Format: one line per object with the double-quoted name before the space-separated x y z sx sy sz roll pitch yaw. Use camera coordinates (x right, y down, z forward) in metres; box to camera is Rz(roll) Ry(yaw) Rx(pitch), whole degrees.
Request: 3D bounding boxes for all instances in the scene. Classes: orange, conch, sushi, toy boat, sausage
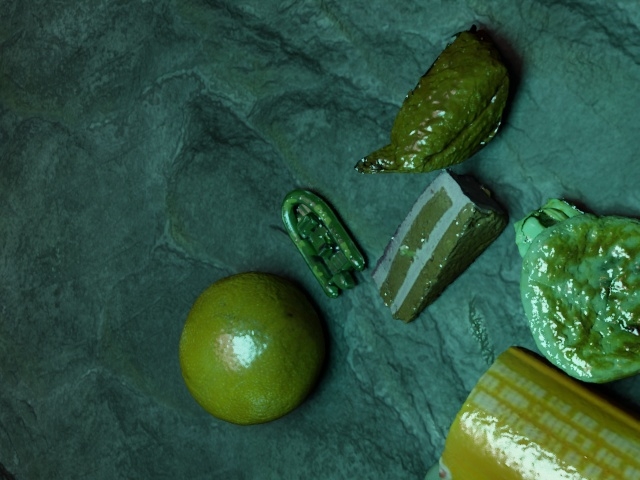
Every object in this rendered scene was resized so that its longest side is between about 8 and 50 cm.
"orange" -0.119 0.187 1.703 0.264 0.264 0.264 2 93 39
"conch" 0.356 -0.001 1.414 0.170 0.079 0.106 24 112 20
"sushi" 0.185 -0.186 1.492 0.287 0.149 0.140 -54 48 4
"toy boat" 0.000 0.000 1.712 0.104 0.052 0.210 -48 64 33
"sausage" 0.332 0.307 1.342 0.287 0.233 0.233 33 112 34

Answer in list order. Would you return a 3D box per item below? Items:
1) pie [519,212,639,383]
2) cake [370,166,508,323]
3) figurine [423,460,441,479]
"pie" 0.382 0.077 1.339 0.240 0.054 0.241 -1 79 8
"cake" 0.180 0.010 1.558 0.116 0.112 0.295 60 136 27
"figurine" 0.148 0.492 1.416 0.203 0.380 0.248 7 114 7
